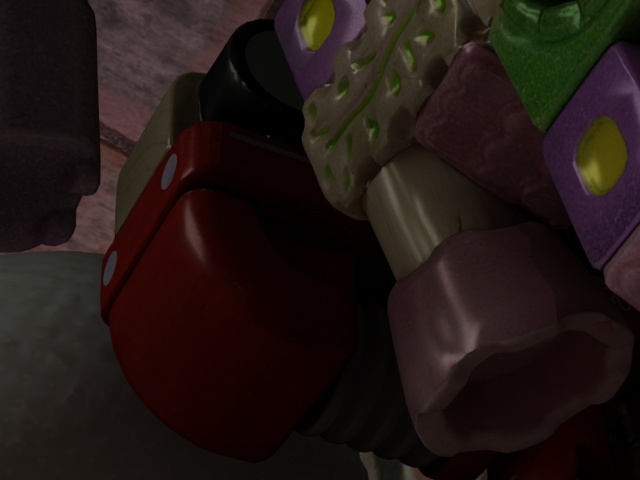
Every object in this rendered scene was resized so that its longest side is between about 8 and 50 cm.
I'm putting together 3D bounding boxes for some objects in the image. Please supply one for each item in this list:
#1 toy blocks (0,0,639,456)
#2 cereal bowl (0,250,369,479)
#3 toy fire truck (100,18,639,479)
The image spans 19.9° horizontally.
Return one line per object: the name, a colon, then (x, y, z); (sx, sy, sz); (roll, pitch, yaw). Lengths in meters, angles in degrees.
toy blocks: (0.077, -0.046, 0.438); (0.288, 0.309, 0.260); (-57, 43, 41)
cereal bowl: (-0.109, 0.181, 0.783); (0.141, 0.339, 0.339); (29, 92, 54)
toy fire truck: (0.021, 0.073, 0.699); (0.158, 0.217, 0.246); (-54, 27, 39)
